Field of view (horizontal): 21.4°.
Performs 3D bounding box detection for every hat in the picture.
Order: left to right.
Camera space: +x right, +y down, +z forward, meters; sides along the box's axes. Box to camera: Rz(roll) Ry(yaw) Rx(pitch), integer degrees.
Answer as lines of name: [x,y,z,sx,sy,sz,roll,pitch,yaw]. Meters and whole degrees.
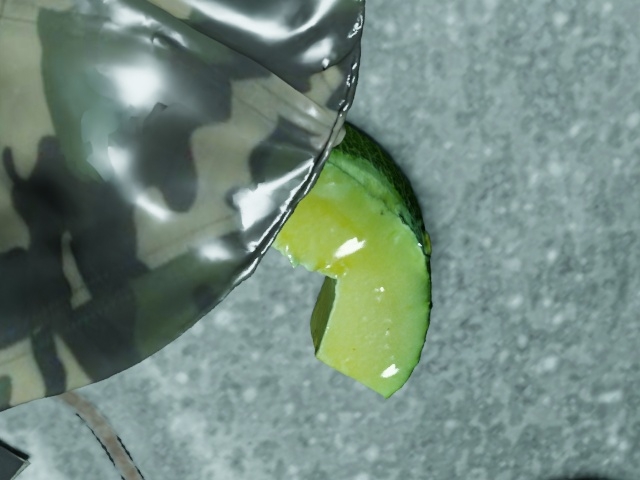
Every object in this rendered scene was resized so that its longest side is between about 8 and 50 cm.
hat: [-0.183,-0.135,0.805,0.381,0.257,0.366,39,112,11]

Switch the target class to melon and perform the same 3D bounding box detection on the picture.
melon: [0.000,0.000,0.979,0.209,0.064,0.118,35,108,-27]

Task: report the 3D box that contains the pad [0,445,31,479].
pad: [-0.309,0.168,0.994,0.233,0.022,0.174,-43,121,7]
